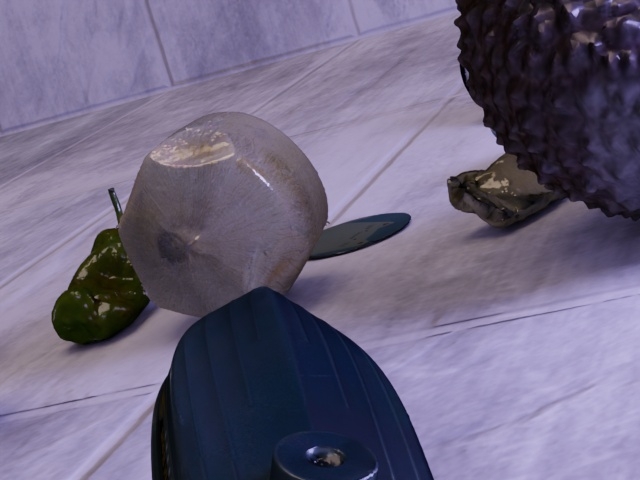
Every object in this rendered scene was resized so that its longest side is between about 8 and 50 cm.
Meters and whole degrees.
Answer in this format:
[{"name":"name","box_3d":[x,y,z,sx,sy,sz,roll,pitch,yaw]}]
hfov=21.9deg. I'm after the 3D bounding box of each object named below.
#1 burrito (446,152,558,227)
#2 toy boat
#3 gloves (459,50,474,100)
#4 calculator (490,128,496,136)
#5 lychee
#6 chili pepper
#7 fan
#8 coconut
[{"name":"burrito","box_3d":[0.189,-0.063,1.395,0.063,0.058,0.229,-12,10,44]},{"name":"toy boat","box_3d":[-0.017,0.108,0.728,0.114,0.122,0.296,3,20,-10]},{"name":"gloves","box_3d":[0.260,-0.207,1.786,0.219,0.131,0.140,-18,10,47]},{"name":"calculator","box_3d":[0.258,-0.127,1.524,0.210,0.039,0.121,-11,-15,23]},{"name":"lychee","box_3d":[0.241,-0.138,1.172,0.300,0.300,0.300,-16,12,4]},{"name":"chili pepper","box_3d":[-0.176,0.031,1.446,0.072,0.073,0.204,3,27,9]},{"name":"fan","box_3d":[0.000,0.000,1.489,0.175,0.005,0.113,-10,14,31]},{"name":"coconut","box_3d":[-0.080,-0.013,1.309,0.161,0.161,0.162,-11,16,28]}]
